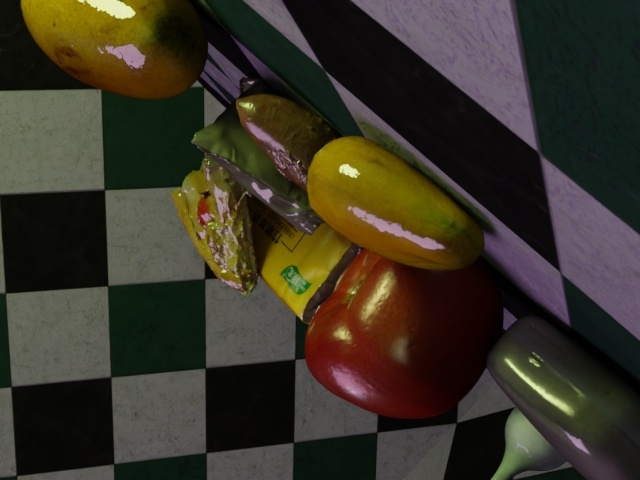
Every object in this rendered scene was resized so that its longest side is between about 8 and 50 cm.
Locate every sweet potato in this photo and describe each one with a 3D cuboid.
[{"bbox_3d":[0.028,-0.097,1.599,0.385,0.109,0.109,38,-179,-17],"label":"sweet potato"}]

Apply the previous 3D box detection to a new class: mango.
[{"bbox_3d":[0.085,-0.042,1.267,0.317,0.119,0.176,29,166,49],"label":"mango"},{"bbox_3d":[-0.314,-0.343,1.651,0.378,0.221,0.264,31,167,43],"label":"mango"}]

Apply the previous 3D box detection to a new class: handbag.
[{"bbox_3d":[-0.069,-0.145,1.736,0.253,0.109,0.316,41,-158,-9],"label":"handbag"}]

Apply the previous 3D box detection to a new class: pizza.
[{"bbox_3d":[-0.194,-0.080,1.876,0.280,0.075,0.288,47,144,37],"label":"pizza"}]

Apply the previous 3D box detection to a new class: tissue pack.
[{"bbox_3d":[0.000,0.000,1.996,0.293,0.228,0.382,24,-166,-49],"label":"tissue pack"}]

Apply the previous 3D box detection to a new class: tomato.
[{"bbox_3d":[0.129,0.122,1.483,0.226,0.299,0.298,41,180,-9],"label":"tomato"}]

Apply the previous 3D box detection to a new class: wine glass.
[{"bbox_3d":[0.362,0.383,1.865,0.143,0.321,0.143,44,174,6],"label":"wine glass"}]

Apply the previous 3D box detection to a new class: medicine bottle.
[{"bbox_3d":[0.384,0.262,1.428,0.375,0.123,0.282,46,176,-42],"label":"medicine bottle"}]
